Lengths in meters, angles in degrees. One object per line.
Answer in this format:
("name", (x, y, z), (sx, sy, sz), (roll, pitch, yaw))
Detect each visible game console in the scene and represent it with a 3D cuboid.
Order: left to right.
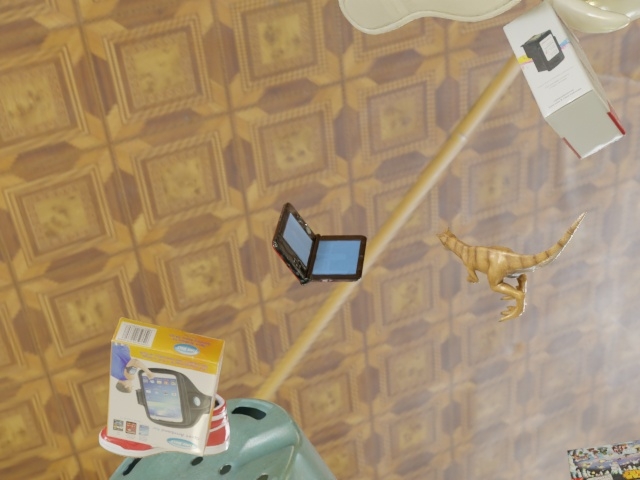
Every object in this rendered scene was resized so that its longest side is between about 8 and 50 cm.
("game console", (0.000, 0.000, 1.455), (0.085, 0.144, 0.124), (-30, 111, 20))

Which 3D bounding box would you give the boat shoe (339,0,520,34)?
("boat shoe", (0.168, -0.369, 1.328), (0.096, 0.324, 0.116), (-53, 122, -28))

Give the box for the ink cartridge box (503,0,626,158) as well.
("ink cartridge box", (0.327, -0.216, 1.270), (0.072, 0.175, 0.127), (-31, 142, 23))

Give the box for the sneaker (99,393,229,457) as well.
("sneaker", (-0.141, 0.161, 0.856), (0.119, 0.042, 0.067), (1, 124, -8))

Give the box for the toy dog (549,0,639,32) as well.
("toy dog", (0.541, -0.476, 1.394), (0.408, 0.395, 0.284), (-5, 126, 23))

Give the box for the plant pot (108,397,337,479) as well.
("plant pot", (-0.073, 0.386, 1.093), (0.341, 0.341, 0.334), (-30, 114, -8))

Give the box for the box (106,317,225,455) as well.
("box", (-0.123, 0.122, 0.738), (0.081, 0.028, 0.136), (12, 130, -1))

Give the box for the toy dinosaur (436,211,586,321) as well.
("toy dinosaur", (0.206, 0.028, 1.045), (0.064, 0.212, 0.112), (-41, 117, -31))

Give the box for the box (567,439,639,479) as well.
("box", (0.430, 0.330, 1.365), (0.137, 0.094, 0.027), (-12, 111, 14))
